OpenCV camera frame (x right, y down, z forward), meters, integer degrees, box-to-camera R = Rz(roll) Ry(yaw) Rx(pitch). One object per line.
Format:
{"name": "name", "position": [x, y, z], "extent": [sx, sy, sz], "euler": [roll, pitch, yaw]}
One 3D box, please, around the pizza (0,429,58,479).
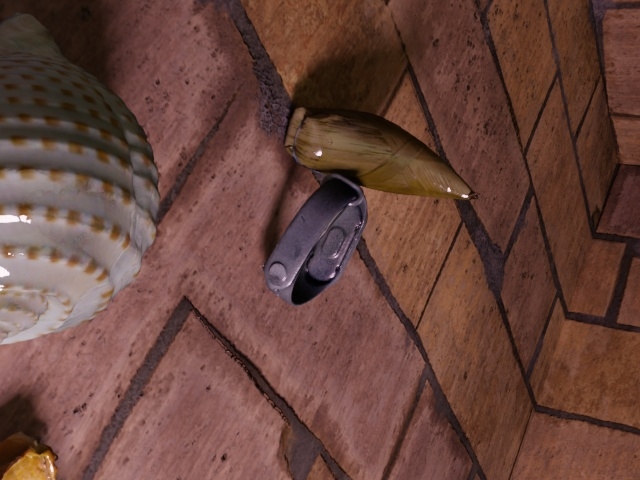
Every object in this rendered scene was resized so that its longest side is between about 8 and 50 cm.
{"name": "pizza", "position": [-0.317, 0.329, 0.868], "extent": [0.288, 0.074, 0.251], "euler": [29, 73, -57]}

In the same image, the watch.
{"name": "watch", "position": [0.000, 0.000, 1.244], "extent": [0.206, 0.068, 0.193], "euler": [-62, 162, 10]}

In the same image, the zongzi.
{"name": "zongzi", "position": [0.093, -0.116, 1.256], "extent": [0.228, 0.256, 0.114], "euler": [-3, 121, -56]}

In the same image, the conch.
{"name": "conch", "position": [-0.255, -0.044, 0.762], "extent": [0.319, 0.215, 0.303], "euler": [-69, 156, -17]}
